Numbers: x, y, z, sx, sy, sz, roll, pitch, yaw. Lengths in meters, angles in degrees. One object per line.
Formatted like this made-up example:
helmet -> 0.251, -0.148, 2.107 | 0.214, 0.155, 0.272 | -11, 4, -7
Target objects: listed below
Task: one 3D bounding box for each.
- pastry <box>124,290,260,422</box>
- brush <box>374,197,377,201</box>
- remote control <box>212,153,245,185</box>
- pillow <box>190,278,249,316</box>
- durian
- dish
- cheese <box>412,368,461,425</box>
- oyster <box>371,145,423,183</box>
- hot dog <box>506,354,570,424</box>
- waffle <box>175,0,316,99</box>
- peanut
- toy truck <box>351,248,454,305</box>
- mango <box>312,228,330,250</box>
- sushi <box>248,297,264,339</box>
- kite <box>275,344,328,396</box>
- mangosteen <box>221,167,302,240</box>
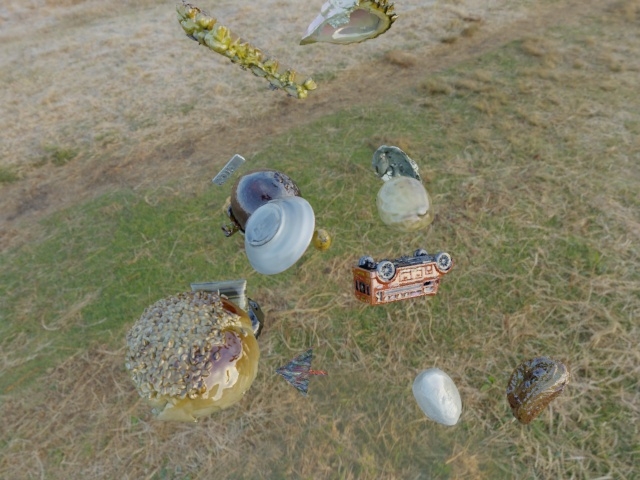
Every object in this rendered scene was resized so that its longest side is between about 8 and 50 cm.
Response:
pastry -> -0.376, 0.319, 1.233 | 0.410, 0.244, 0.409 | 1, 42, -1
brush -> 0.220, -0.135, 1.385 | 0.054, 0.282, 0.048 | 37, 100, 7
remote control -> -0.405, -0.311, 1.845 | 0.184, 0.050, 0.027 | -40, 40, 25
pillow -> -0.376, 0.255, 1.586 | 0.208, 0.212, 0.052 | -4, 10, -8
durian -> 0.040, -0.423, 0.786 | 0.224, 0.078, 0.140 | 1, 8, 38
dish -> -0.146, -0.034, 1.233 | 0.260, 0.085, 0.260 | -17, 58, 30
cheese -> 0.432, 0.572, 1.569 | 0.155, 0.189, 0.198 | -27, 86, -14
oyster -> 0.302, -0.275, 1.585 | 0.252, 0.199, 0.087 | 6, 53, -16
hot dog -> 0.631, 0.439, 1.239 | 0.099, 0.226, 0.160 | 24, 19, 3
waffle -> -0.163, -0.386, 0.863 | 0.293, 0.069, 0.260 | 16, 23, -45
peanut -> 0.220, -0.095, 1.103 | 0.141, 0.109, 0.159 | -14, 70, -20
toy truck -> 0.211, 0.090, 1.056 | 0.253, 0.114, 0.107 | -6, 7, -23
mango -> 0.000, 0.000, 1.514 | 0.057, 0.114, 0.078 | -22, 81, -24
sushi -> -0.440, 0.372, 1.861 | 0.328, 0.285, 0.328 | -49, 22, 8
kite -> -0.066, 0.463, 1.484 | 0.189, 0.232, 0.009 | 4, 23, -1
mangosteen -> -0.205, -0.123, 1.574 | 0.297, 0.293, 0.297 | 16, 21, -6
